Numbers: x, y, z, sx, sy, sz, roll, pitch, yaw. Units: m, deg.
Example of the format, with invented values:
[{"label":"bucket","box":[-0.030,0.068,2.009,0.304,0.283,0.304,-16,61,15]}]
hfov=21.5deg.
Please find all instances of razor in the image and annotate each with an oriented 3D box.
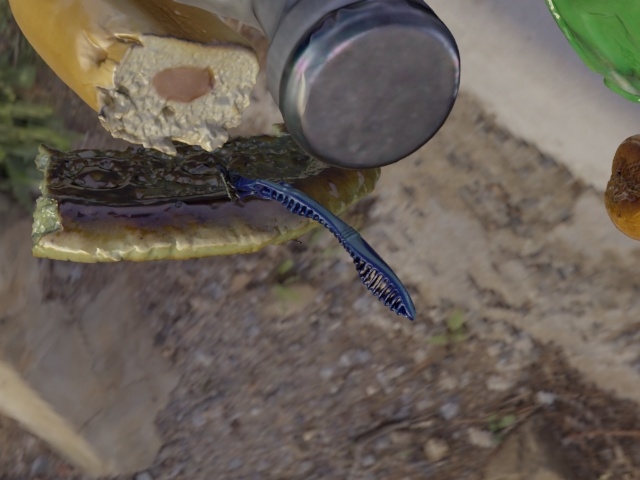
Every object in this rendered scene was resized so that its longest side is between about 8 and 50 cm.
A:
[{"label":"razor","box":[0.002,-0.004,1.024,0.154,0.044,0.028,35,77,19]}]

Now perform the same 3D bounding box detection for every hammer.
[{"label":"hammer","box":[-0.177,-0.073,0.348,0.427,0.044,0.152,-2,38,-29]}]

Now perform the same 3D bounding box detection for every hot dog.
[{"label":"hot dog","box":[0.285,-0.040,1.410,0.060,0.140,0.090,26,94,-16]}]

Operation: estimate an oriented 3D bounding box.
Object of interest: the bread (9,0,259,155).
[{"label":"bread","box":[-0.136,-0.137,1.163,0.134,0.085,0.173,1,33,-42]}]

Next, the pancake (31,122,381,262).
[{"label":"pancake","box":[-0.118,-0.068,1.790,0.426,0.305,0.067,-8,118,-21]}]

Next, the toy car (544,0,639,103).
[{"label":"toy car","box":[0.127,-0.226,0.743,0.176,0.213,0.359,-19,97,-21]}]
